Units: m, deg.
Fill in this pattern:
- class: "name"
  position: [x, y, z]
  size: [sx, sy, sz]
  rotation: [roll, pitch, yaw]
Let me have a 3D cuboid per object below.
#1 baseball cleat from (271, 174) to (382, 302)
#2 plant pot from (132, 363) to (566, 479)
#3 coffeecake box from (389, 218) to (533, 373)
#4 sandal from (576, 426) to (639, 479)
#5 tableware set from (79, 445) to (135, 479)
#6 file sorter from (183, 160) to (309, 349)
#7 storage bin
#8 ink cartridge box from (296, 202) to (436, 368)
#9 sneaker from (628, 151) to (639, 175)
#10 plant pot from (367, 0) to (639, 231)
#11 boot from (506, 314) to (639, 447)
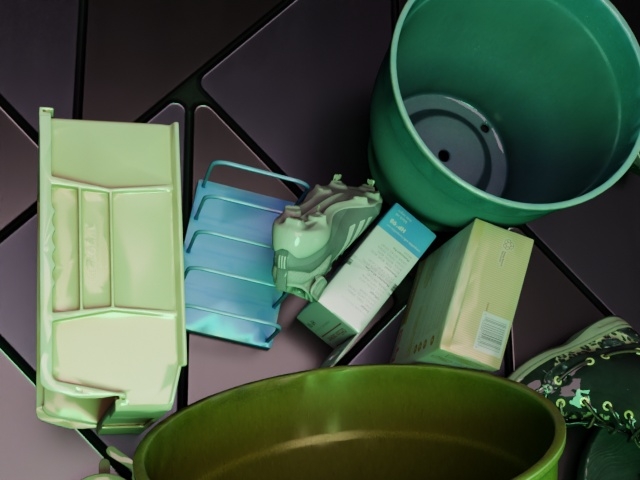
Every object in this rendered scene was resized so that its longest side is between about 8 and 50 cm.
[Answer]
- class: "baseball cleat"
  position: [0.000, 0.000, 1.097]
  size: [0.072, 0.206, 0.109]
  rotation: [19, 111, 24]
- class: "plant pot"
  position: [0.041, 0.334, 0.945]
  size: [0.367, 0.366, 0.352]
  rotation: [-9, 101, -16]
- class: "coffeecake box"
  position: [0.144, 0.075, 1.130]
  size: [0.068, 0.185, 0.142]
  rotation: [20, 72, -7]
- class: "sandal"
  position: [0.501, 0.227, 1.215]
  size: [0.446, 0.107, 0.167]
  rotation: [-10, 77, -15]
- class: "tableware set"
  position: [-0.174, 0.309, 1.069]
  size: [0.194, 0.039, 0.128]
  rotation: [36, 76, 2]
- class: "file sorter"
  position: [-0.085, 0.014, 1.135]
  size: [0.118, 0.104, 0.170]
  rotation: [14, 72, -10]
- class: "storage bin"
  position: [-0.209, 0.045, 1.014]
  size: [0.123, 0.262, 0.260]
  rotation: [1, 75, -16]
- class: "ink cartridge box"
  position: [0.038, 0.053, 1.153]
  size: [0.060, 0.104, 0.180]
  rotation: [40, 70, -1]
- class: "sneaker"
  position: [0.317, -0.118, 1.296]
  size: [0.178, 0.072, 0.077]
  rotation: [28, 82, 4]
- class: "plant pot"
  position: [0.172, -0.128, 1.155]
  size: [0.272, 0.255, 0.271]
  rotation: [3, 74, -12]
- class: "boot"
  position: [0.305, 0.190, 1.147]
  size: [0.236, 0.085, 0.179]
  rotation: [-30, 45, -22]
